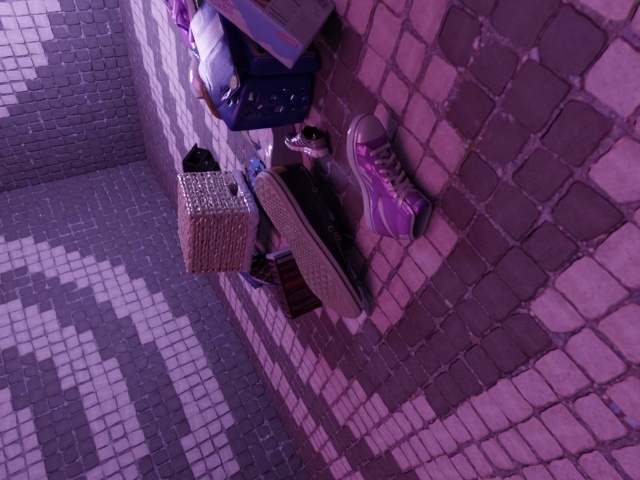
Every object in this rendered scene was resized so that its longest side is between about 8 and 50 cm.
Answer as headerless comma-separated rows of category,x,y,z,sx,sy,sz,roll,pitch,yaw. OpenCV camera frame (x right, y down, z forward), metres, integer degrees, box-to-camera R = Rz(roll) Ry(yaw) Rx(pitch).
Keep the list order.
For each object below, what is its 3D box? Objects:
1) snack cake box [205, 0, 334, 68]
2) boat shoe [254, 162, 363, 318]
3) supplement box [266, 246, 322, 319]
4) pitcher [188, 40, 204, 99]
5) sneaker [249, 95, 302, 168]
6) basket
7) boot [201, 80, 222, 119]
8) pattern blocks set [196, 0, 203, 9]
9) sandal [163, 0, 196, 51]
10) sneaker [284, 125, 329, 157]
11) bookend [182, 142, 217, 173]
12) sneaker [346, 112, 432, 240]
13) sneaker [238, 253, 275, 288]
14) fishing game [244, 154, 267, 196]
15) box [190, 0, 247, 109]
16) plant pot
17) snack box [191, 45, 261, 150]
snack cake box,-0.121,-0.518,0.904,0.264,0.152,0.089,36,156,-12
boat shoe,0.000,0.000,1.208,0.499,0.156,0.187,60,150,-8
supplement box,-0.092,0.144,1.503,0.073,0.130,0.239,2,110,62
pitcher,-0.417,-0.639,1.570,0.178,0.126,0.206,11,107,51
sneaker,-0.145,-0.289,1.327,0.169,0.108,0.292,14,111,61
basket,-0.430,-0.078,1.736,0.328,0.267,0.331,-120,35,-43
boot,-0.362,-0.546,1.498,0.305,0.113,0.115,94,157,-49
pattern blocks set,-0.326,-0.702,1.278,0.325,0.026,0.285,-93,-11,-73
sandal,-0.563,-0.944,1.627,0.169,0.102,0.415,32,136,51
sneaker,-0.040,-0.284,1.166,0.170,0.063,0.074,32,136,44
bookend,-0.563,-0.382,2.056,0.158,0.156,0.072,17,140,2
sneaker,0.157,-0.128,0.878,0.161,0.102,0.281,21,138,52
sneaker,-0.263,0.141,1.867,0.330,0.130,0.147,18,148,50
fishing game,-0.242,-0.223,1.623,0.264,0.041,0.188,5,111,62
box,-0.231,-0.431,0.973,0.137,0.037,0.225,-17,88,52
plant pot,-0.152,-0.443,1.082,0.235,0.236,0.212,60,146,18
snack box,-0.287,-0.460,1.379,0.187,0.060,0.321,48,170,36
